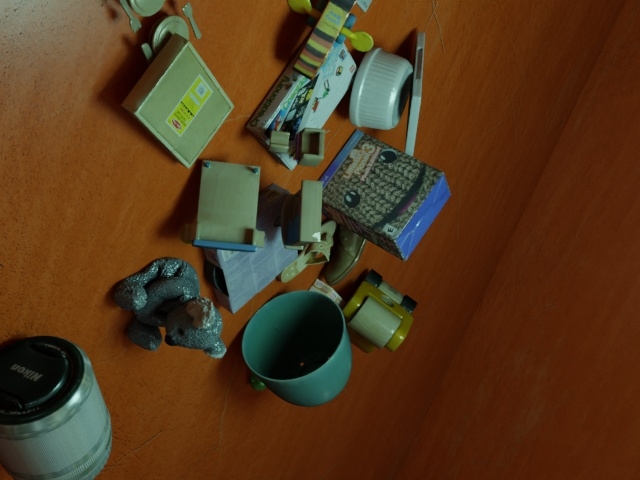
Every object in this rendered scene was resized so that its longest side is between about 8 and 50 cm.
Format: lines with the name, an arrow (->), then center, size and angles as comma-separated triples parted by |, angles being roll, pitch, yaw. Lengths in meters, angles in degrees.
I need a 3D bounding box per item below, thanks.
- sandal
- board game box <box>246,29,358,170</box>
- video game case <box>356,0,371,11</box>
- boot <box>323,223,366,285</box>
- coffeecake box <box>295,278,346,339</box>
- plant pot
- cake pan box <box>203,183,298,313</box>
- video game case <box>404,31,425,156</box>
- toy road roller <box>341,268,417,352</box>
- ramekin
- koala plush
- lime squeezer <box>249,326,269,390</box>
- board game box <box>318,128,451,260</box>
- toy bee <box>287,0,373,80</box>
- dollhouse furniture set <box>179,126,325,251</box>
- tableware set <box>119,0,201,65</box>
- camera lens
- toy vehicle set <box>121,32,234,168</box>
sandal -> -0.013, 0.046, 2.101 | 0.240, 0.079, 0.088 | -42, 145, -21
board game box -> -0.035, -0.337, 1.760 | 0.305, 0.053, 0.193 | -56, 151, -7
video game case -> 0.117, -0.622, 1.780 | 0.122, 0.011, 0.087 | -61, 150, 3
boot -> 0.077, -0.010, 2.222 | 0.115, 0.112, 0.305 | 27, 99, -31
coffeecake box -> -0.017, 0.230, 2.289 | 0.185, 0.068, 0.142 | -54, 151, -9
plant pot -> -0.043, 0.326, 2.071 | 0.293, 0.293, 0.235 | -46, 139, -22
cake pan box -> -0.172, 0.025, 1.866 | 0.267, 0.070, 0.246 | -42, 144, -28
video game case -> 0.256, -0.398, 2.013 | 0.204, 0.025, 0.285 | 91, 7, -50
toy road roller -> 0.160, 0.270, 2.416 | 0.241, 0.202, 0.329 | -54, 177, 22
ramekin -> 0.160, -0.383, 1.903 | 0.207, 0.109, 0.207 | 17, 90, -76
koala plush -> -0.299, 0.159, 1.632 | 0.203, 0.221, 0.196 | -41, 146, -30
lime squeezer -> -0.166, 0.379, 2.208 | 0.110, 0.059, 0.310 | -37, 143, -34
board game box -> 0.164, -0.125, 2.016 | 0.232, 0.291, 0.141 | -55, 152, -10
toy bee -> 0.026, -0.503, 1.601 | 0.162, 0.195, 0.298 | 159, -63, -77
dollhouse furniture set -> -0.163, -0.111, 1.696 | 0.198, 0.303, 0.286 | 157, -64, -75
tableware set -> -0.293, -0.402, 1.318 | 0.128, 0.039, 0.194 | -50, 150, -21
camera lens -> -0.531, 0.337, 1.436 | 0.219, 0.219, 0.274 | -38, 145, -33
toy vehicle set -> -0.267, -0.260, 1.438 | 0.166, 0.035, 0.267 | -55, 161, -7
